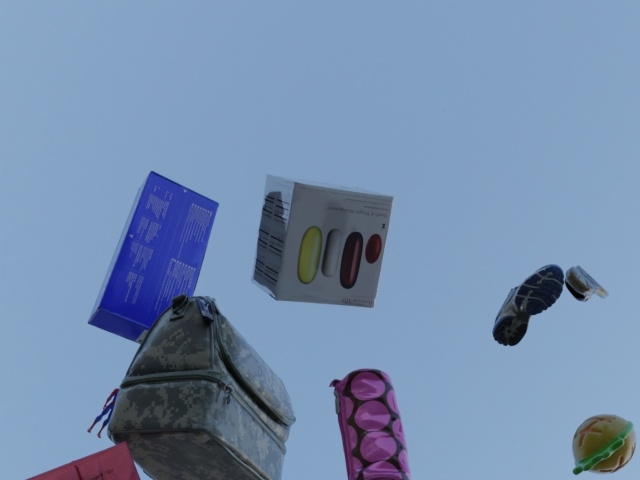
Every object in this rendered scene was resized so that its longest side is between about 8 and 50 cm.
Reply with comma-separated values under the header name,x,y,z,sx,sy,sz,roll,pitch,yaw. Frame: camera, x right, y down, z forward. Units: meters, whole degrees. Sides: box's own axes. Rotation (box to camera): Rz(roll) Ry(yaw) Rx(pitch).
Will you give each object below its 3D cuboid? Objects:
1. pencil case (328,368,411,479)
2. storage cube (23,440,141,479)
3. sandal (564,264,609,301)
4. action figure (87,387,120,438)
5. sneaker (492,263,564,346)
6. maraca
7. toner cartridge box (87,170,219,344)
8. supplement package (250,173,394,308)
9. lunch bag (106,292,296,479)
name,x,y,z,sx,sy,sz,roll,pitch,yaw
pencil case,0.071,0.288,1.070,0.098,0.209,0.095,18,-57,-21
storage cube,-0.330,0.395,0.923,0.215,0.183,0.193,-31,-103,28
sandal,0.466,0.083,1.318,0.049,0.180,0.072,-49,-116,19
action figure,-0.406,0.328,1.431,0.038,0.030,0.115,36,-100,-19
sneaker,0.276,0.077,0.997,0.052,0.058,0.135,31,-62,-7
maraca,0.505,0.370,1.320,0.127,0.185,0.099,-47,-108,21
toner cartridge box,-0.324,0.037,1.471,0.165,0.348,0.075,27,-42,-20
supplement package,0.000,0.000,1.309,0.194,0.149,0.203,6,-82,-24
lunch bag,-0.182,0.268,1.236,0.212,0.256,0.305,-13,-45,22
